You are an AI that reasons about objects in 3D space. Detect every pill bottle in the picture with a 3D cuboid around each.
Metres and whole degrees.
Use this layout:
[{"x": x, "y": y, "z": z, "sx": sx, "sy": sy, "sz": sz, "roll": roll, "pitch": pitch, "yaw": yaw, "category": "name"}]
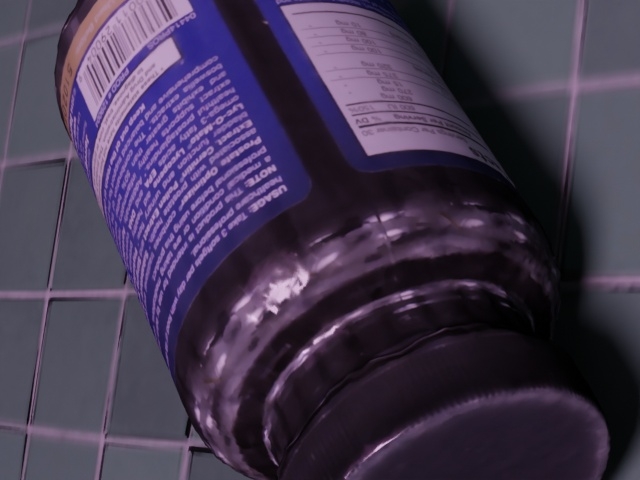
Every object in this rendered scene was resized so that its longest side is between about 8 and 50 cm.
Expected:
[{"x": 0.000, "y": 0.000, "z": 0.539, "sx": 0.123, "sy": 0.123, "sz": 0.219, "roll": -53, "pitch": 44, "yaw": 27, "category": "pill bottle"}]
